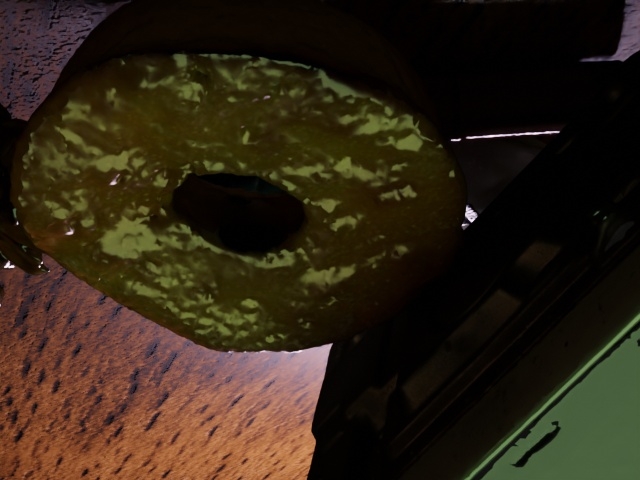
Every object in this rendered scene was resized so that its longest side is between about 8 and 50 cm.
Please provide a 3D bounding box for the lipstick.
[{"bbox_3d":[0.045,-0.094,1.262,0.356,0.057,0.057,-3,160,-7],"label":"lipstick"}]

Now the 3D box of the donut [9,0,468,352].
[{"bbox_3d":[-0.052,-0.052,1.161,0.303,0.110,0.303,0,138,0],"label":"donut"}]

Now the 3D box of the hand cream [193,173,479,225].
[{"bbox_3d":[-0.021,-0.030,1.330,0.270,0.061,0.120,-1,155,29],"label":"hand cream"}]

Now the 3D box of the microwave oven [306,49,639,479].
[{"bbox_3d":[0.185,0.094,1.187,0.247,0.333,0.394,35,119,-13],"label":"microwave oven"}]

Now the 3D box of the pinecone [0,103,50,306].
[{"bbox_3d":[-0.278,-0.024,1.223,0.195,0.150,0.179,14,158,-37],"label":"pinecone"}]

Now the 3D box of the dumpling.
[{"bbox_3d":[0.144,-0.052,1.349,0.169,0.100,0.134,23,153,-3],"label":"dumpling"}]
